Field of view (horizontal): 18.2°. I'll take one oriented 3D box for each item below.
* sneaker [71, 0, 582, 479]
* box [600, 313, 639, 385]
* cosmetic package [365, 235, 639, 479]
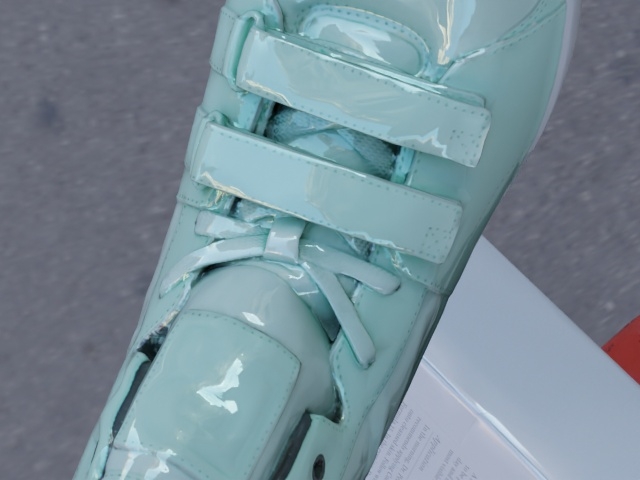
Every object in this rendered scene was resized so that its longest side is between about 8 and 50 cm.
[{"bbox_3d":[0.000,0.001,0.518,0.094,0.151,0.256,17,124,6],"label":"sneaker"},{"bbox_3d":[0.232,0.121,1.206,0.257,0.122,0.128,-50,46,51],"label":"box"},{"bbox_3d":[0.026,0.163,1.046,0.284,0.097,0.377,47,139,22],"label":"cosmetic package"}]
